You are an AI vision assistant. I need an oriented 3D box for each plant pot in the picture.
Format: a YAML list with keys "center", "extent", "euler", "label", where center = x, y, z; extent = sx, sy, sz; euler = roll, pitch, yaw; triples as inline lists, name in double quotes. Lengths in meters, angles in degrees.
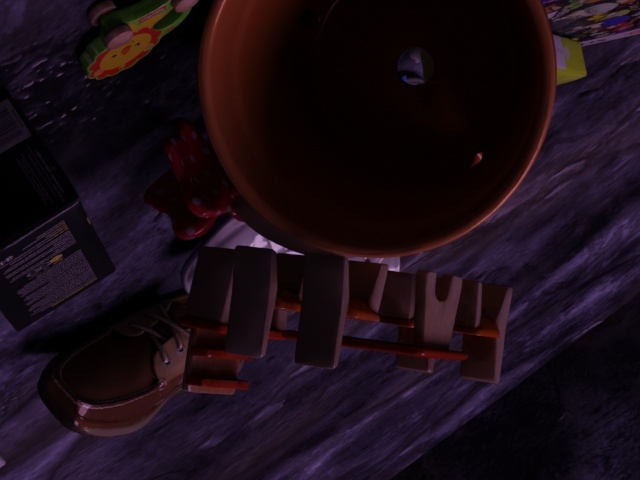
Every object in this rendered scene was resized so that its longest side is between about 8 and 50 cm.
- center: [0.063, -0.142, 1.403]
  extent: [0.291, 0.291, 0.203]
  euler: [-42, 177, 15]
  label: "plant pot"

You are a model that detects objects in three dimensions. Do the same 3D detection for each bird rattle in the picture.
- center: [-0.028, -0.059, 1.547]
  extent: [0.253, 0.207, 0.143]
  euler: [-25, 142, -56]
  label: "bird rattle"

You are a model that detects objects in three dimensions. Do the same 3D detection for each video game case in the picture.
- center: [0.245, -0.233, 1.655]
  extent: [0.210, 0.042, 0.232]
  euler: [-12, 173, 2]
  label: "video game case"

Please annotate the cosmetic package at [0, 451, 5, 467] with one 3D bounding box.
- center: [-0.397, 0.161, 1.466]
  extent: [0.151, 0.151, 0.183]
  euler: [-33, 160, -9]
  label: "cosmetic package"

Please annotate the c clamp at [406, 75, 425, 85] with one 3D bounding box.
- center: [0.045, -0.127, 1.762]
  extent: [0.161, 0.022, 0.137]
  euler: [-37, 161, 3]
  label: "c clamp"

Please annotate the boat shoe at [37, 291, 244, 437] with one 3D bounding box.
- center: [-0.179, 0.115, 1.825]
  extent: [0.120, 0.122, 0.324]
  euler: [-54, 164, 30]
  label: "boat shoe"

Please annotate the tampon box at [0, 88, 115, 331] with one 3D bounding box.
- center: [-0.249, -0.021, 1.338]
  extent: [0.101, 0.120, 0.161]
  euler: [-33, 162, -9]
  label: "tampon box"

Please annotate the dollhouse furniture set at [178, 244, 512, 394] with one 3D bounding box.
- center: [0.004, 0.085, 1.469]
  extent: [0.262, 0.259, 0.135]
  euler: [11, 86, -52]
  label: "dollhouse furniture set"

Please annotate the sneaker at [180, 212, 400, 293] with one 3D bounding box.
- center: [0.000, 0.000, 1.761]
  extent: [0.305, 0.152, 0.114]
  euler: [-26, 172, -6]
  label: "sneaker"

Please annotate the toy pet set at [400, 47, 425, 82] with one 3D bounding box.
- center: [0.070, -0.172, 1.676]
  extent: [0.122, 0.065, 0.114]
  euler: [-30, 125, -26]
  label: "toy pet set"

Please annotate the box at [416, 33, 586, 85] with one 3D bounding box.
- center: [0.180, -0.176, 1.652]
  extent: [0.109, 0.042, 0.178]
  euler: [-15, 171, 31]
  label: "box"

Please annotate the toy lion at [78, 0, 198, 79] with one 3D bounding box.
- center: [-0.147, -0.167, 1.317]
  extent: [0.100, 0.034, 0.096]
  euler: [-32, 168, -16]
  label: "toy lion"
